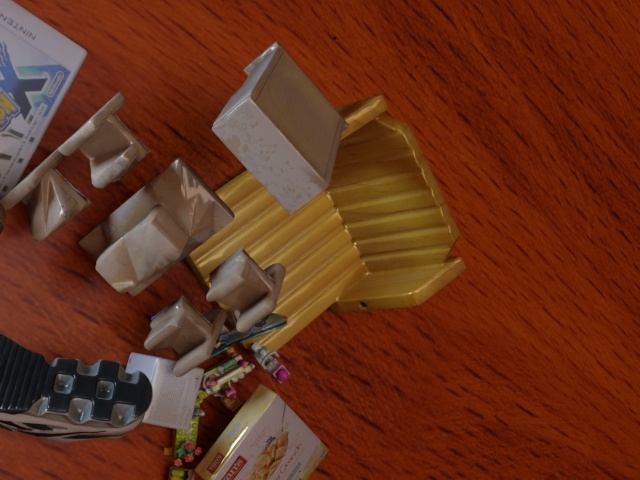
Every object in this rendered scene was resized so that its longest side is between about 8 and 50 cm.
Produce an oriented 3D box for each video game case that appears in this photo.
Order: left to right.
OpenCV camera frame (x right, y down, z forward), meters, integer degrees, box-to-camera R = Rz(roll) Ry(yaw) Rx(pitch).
[{"bbox_3d":[-0.523,-0.211,1.137,0.300,0.036,0.329,33,71,-31],"label":"video game case"}]

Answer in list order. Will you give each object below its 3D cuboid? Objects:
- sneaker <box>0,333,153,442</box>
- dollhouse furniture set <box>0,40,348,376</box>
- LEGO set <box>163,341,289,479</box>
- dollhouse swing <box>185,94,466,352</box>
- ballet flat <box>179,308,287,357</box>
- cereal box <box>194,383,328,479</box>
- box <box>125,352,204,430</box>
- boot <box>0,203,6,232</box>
[{"bbox_3d":[-0.415,0.224,1.163,0.330,0.146,0.122,18,49,-12],"label":"sneaker"},{"bbox_3d":[-0.173,-0.078,1.215,0.362,0.394,0.256,47,24,-16],"label":"dollhouse furniture set"},{"bbox_3d":[-0.172,0.279,1.327,0.132,0.107,0.287,44,72,-16],"label":"LEGO set"},{"bbox_3d":[0.000,0.000,1.384,0.305,0.315,0.347,-44,115,-40],"label":"dollhouse swing"},{"bbox_3d":[-0.148,0.147,1.358,0.188,0.070,0.070,-24,105,-8],"label":"ballet flat"},{"bbox_3d":[-0.090,0.365,1.376,0.173,0.047,0.240,-53,142,-16],"label":"cereal box"},{"bbox_3d":[-0.252,0.234,1.288,0.087,0.101,0.102,22,76,-34],"label":"box"},{"bbox_3d":[-0.508,-0.135,1.065,0.305,0.112,0.115,49,52,-22],"label":"boot"}]
